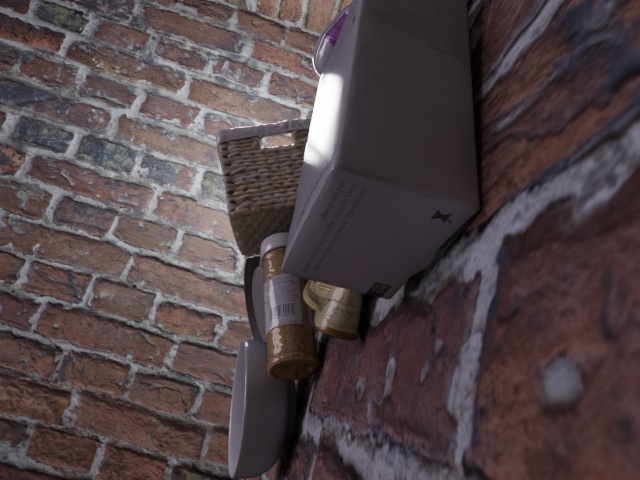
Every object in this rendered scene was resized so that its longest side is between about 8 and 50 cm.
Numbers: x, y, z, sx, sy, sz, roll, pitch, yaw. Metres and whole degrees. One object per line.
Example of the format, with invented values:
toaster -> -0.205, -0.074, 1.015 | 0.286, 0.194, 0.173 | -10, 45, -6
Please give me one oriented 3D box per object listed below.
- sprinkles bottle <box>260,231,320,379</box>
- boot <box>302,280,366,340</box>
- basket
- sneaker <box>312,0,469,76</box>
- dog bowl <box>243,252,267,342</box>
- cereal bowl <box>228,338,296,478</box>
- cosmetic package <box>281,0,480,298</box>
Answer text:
sprinkles bottle -> -0.080, 0.150, 1.206 | 0.121, 0.121, 0.355 | 112, 157, -48
boot -> 0.043, 0.039, 0.875 | 0.262, 0.095, 0.203 | -114, 40, -80
basket -> -0.112, -0.147, 1.446 | 0.331, 0.329, 0.266 | 96, 163, -65
sneaker -> 0.107, -0.342, 0.795 | 0.282, 0.102, 0.161 | -33, 31, 19
dog bowl -> -0.128, 0.194, 1.463 | 0.349, 0.102, 0.348 | 171, 90, -67
cereal bowl -> -0.146, 0.422, 1.262 | 0.339, 0.141, 0.338 | -173, 90, -77
cosmetic package -> 0.075, -0.146, 0.635 | 0.217, 0.156, 0.384 | 119, 165, -52
